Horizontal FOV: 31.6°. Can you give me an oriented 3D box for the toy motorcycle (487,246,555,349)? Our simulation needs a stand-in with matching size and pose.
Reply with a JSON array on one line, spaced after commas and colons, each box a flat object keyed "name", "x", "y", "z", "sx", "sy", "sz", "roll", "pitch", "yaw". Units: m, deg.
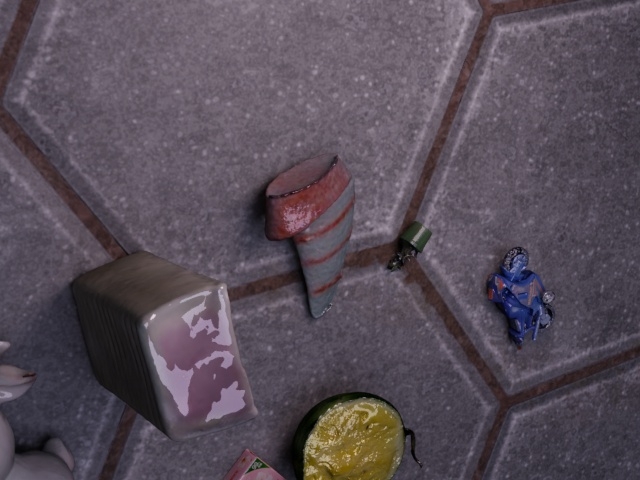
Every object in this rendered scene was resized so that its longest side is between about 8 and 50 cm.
[{"name": "toy motorcycle", "x": 0.384, "y": 0.111, "z": 2.184, "sx": 0.114, "sy": 0.076, "sz": 0.205, "roll": -34, "pitch": 119, "yaw": -9}]

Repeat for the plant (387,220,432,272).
[{"name": "plant", "x": 0.157, "y": 0.016, "z": 2.037, "sx": 0.051, "sy": 0.051, "sz": 0.102, "roll": 38, "pitch": 87, "yaw": -32}]

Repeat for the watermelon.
[{"name": "watermelon", "x": 0.044, "y": 0.358, "z": 2.006, "sx": 0.232, "sy": 0.127, "sz": 0.204, "roll": -26, "pitch": 113, "yaw": -21}]

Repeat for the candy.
[{"name": "candy", "x": -0.237, "y": 0.149, "z": 1.659, "sx": 0.145, "sy": 0.358, "sz": 0.208, "roll": -21, "pitch": 108, "yaw": -25}]

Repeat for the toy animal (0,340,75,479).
[{"name": "toy animal", "x": -0.483, "y": 0.323, "z": 1.663, "sx": 0.247, "sy": 0.183, "sz": 0.310, "roll": -40, "pitch": 113, "yaw": -22}]

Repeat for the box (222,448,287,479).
[{"name": "box", "x": -0.130, "y": 0.441, "z": 1.973, "sx": 0.089, "sy": 0.043, "sz": 0.125, "roll": 42, "pitch": 79, "yaw": -31}]

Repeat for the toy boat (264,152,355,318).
[{"name": "toy boat", "x": 0.000, "y": 0.000, "z": 1.931, "sx": 0.206, "sy": 0.096, "sz": 0.282, "roll": -37, "pitch": 128, "yaw": -34}]
